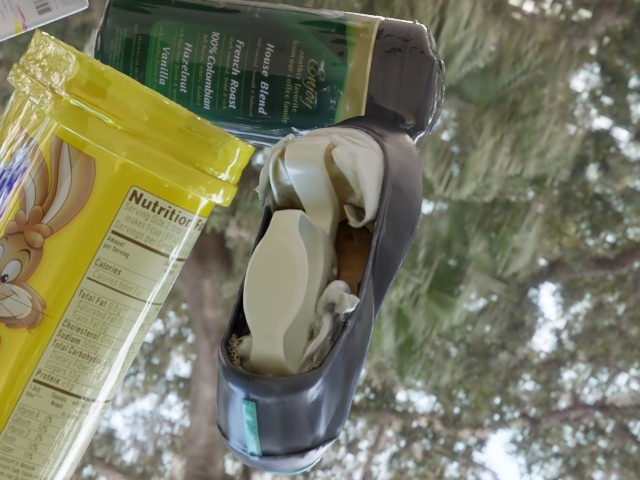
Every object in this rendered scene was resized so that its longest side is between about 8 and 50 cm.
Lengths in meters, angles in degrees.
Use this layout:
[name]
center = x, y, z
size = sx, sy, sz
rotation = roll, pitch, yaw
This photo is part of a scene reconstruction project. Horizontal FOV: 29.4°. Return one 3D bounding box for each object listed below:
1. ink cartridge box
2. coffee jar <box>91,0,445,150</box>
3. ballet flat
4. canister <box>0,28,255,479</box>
[ink cartridge box]
center = -0.349, -0.265, 1.289
size = 0.181, 0.104, 0.061
rotation = -22, -163, -5
[coffee jar]
center = -0.024, -0.090, 0.669
size = 0.184, 0.079, 0.096
rotation = 9, -172, 9
[ballet flat]
center = 0.000, 0.000, 0.517
size = 0.074, 0.074, 0.203
rotation = 19, -129, -2
[canister]
center = -0.105, 0.018, 0.447
size = 0.073, 0.170, 0.126
rotation = 27, -177, -28
